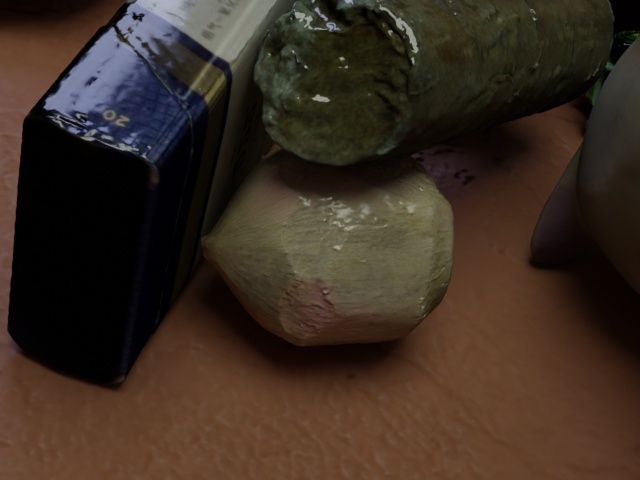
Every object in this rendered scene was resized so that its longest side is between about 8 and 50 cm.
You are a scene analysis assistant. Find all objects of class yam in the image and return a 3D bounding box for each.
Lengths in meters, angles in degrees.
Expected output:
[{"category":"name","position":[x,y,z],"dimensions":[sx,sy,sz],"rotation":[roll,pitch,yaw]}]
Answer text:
[{"category":"yam","position":[0.067,-0.096,0.727],"dimensions":[0.093,0.093,0.259],"rotation":[37,28,19]}]

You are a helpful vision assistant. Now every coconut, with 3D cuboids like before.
[{"category":"coconut","position":[0.000,0.000,0.709],"dimensions":[0.124,0.110,0.110],"rotation":[3,48,-18]}]

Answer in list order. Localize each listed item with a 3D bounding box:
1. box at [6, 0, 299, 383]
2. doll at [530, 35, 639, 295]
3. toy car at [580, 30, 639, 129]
[{"category":"box","position":[-0.067,-0.070,0.713],"dimensions":[0.071,0.168,0.259],"rotation":[25,46,6]},{"category":"doll","position":[0.269,-0.041,0.645],"dimensions":[0.215,0.226,0.370],"rotation":[-14,17,-21]},{"category":"toy car","position":[0.235,-0.103,0.885],"dimensions":[0.143,0.073,0.054],"rotation":[-6,33,-18]}]
